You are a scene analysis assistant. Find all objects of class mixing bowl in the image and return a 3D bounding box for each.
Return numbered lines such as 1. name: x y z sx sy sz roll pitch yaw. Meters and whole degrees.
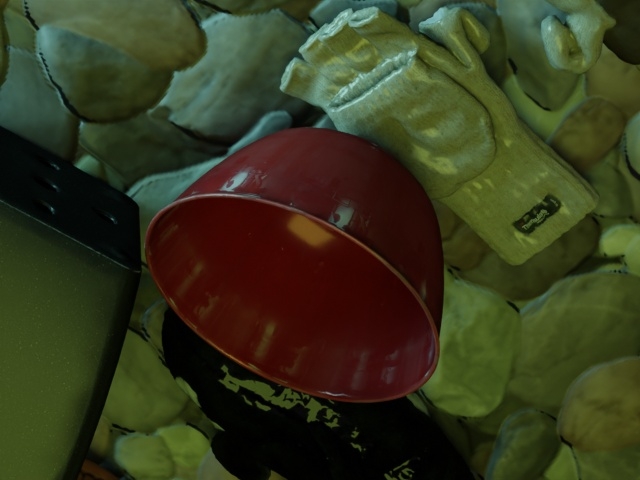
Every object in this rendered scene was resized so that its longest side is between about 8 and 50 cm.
1. mixing bowl: 0.000 0.000 1.136 0.181 0.098 0.181 18 147 13

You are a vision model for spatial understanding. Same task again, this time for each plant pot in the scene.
1. plant pot: -0.198 0.035 1.142 0.188 0.187 0.167 30 105 -15

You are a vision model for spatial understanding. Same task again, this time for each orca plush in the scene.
1. orca plush: 0.011 0.149 1.241 0.151 0.102 0.287 -27 116 16

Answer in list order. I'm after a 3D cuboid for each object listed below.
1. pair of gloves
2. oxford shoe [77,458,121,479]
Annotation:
1. pair of gloves: 0.118 -0.111 1.123 0.204 0.042 0.240 31 122 -22
2. oxford shoe: -0.233 0.197 1.283 0.397 0.140 0.146 39 145 -25
